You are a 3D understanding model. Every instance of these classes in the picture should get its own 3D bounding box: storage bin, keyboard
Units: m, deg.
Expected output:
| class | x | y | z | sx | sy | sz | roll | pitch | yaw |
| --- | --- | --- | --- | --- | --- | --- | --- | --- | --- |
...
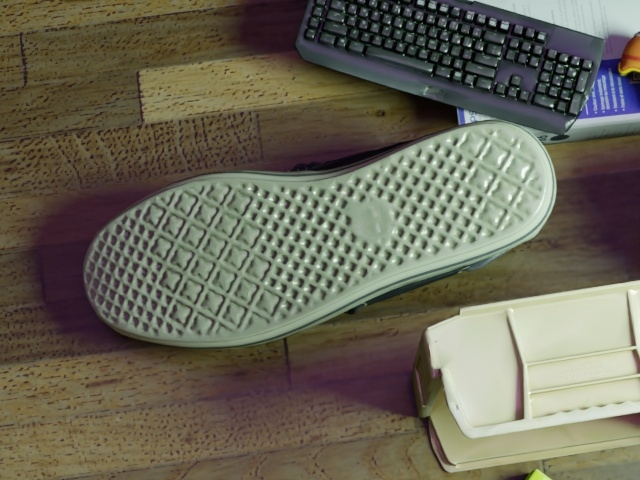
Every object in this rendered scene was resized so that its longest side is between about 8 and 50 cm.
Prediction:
| class | x | y | z | sx | sy | sz | roll | pitch | yaw |
| --- | --- | --- | --- | --- | --- | --- | --- | --- | --- |
| storage bin | 0.229 | 0.137 | 1.530 | 0.260 | 0.262 | 0.123 | -9 | 75 | -2 |
| keyboard | 0.148 | -0.244 | 1.680 | 0.317 | 0.033 | 0.201 | 17 | 76 | 3 |

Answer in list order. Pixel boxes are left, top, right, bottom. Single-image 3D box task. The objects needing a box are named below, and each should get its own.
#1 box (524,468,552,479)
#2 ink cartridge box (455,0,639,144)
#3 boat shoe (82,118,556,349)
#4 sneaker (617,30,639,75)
| class | x | y | z | sx | sy | sz | roll | pitch | yaw |
| --- | --- | --- | --- | --- | --- | --- | --- | --- | --- |
| box | 0.209 | 0.335 | 1.595 | 0.109 | 0.042 | 0.178 | 35 | 78 | 9 |
| ink cartridge box | 0.303 | -0.196 | 1.714 | 0.333 | 0.065 | 0.165 | -5 | 76 | -2 |
| boat shoe | 0.000 | 0.000 | 1.628 | 0.500 | 0.156 | 0.187 | -16 | 81 | 9 |
| sneaker | 0.394 | -0.154 | 1.650 | 0.175 | 0.064 | 0.067 | 31 | 98 | 13 |
